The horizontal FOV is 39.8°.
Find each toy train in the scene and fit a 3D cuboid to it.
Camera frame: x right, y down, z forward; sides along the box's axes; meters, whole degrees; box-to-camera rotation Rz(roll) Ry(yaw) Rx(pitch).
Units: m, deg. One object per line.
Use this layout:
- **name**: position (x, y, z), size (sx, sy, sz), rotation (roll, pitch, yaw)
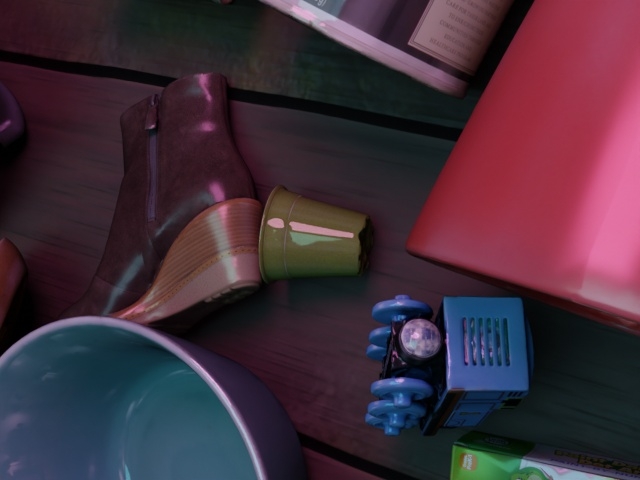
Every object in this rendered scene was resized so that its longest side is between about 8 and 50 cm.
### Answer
- **toy train**: position (0.086, 0.094, 0.631), size (0.105, 0.184, 0.080), rotation (2, 67, 2)

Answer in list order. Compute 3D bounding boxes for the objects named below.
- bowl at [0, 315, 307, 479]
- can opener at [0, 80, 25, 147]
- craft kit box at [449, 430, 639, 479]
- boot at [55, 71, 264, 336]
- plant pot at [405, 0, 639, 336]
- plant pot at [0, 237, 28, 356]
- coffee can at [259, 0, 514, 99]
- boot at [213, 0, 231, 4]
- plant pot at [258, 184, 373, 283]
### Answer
- **bowl**: position (-0.133, 0.210, 0.746), size (0.312, 0.163, 0.311), rotation (1, 92, 28)
- **can opener**: position (-0.412, -0.179, 0.941), size (0.093, 0.074, 0.280), rotation (-40, 72, -14)
- **craft kit box**: position (0.208, 0.284, 0.636), size (0.247, 0.061, 0.249), rotation (6, 94, 24)
- **boot**: position (-0.160, -0.018, 0.815), size (0.248, 0.090, 0.206), rotation (-24, 69, 27)
- **plant pot**: position (0.216, -0.062, 0.521), size (0.275, 0.275, 0.243), rotation (20, 90, 25)
- **plant pot**: position (-0.320, 0.113, 0.831), size (0.032, 0.236, 0.236), rotation (18, 102, -12)
- **coffee can**: position (0.076, -0.264, 0.605), size (0.201, 0.201, 0.275), rotation (33, 106, 22)
- **boot**: position (-0.114, -0.305, 0.705), size (0.165, 0.077, 0.213), rotation (19, 102, 24)
- **plant pot**: position (0.000, 0.000, 0.727), size (0.079, 0.083, 0.083), rotation (7, 95, 14)
